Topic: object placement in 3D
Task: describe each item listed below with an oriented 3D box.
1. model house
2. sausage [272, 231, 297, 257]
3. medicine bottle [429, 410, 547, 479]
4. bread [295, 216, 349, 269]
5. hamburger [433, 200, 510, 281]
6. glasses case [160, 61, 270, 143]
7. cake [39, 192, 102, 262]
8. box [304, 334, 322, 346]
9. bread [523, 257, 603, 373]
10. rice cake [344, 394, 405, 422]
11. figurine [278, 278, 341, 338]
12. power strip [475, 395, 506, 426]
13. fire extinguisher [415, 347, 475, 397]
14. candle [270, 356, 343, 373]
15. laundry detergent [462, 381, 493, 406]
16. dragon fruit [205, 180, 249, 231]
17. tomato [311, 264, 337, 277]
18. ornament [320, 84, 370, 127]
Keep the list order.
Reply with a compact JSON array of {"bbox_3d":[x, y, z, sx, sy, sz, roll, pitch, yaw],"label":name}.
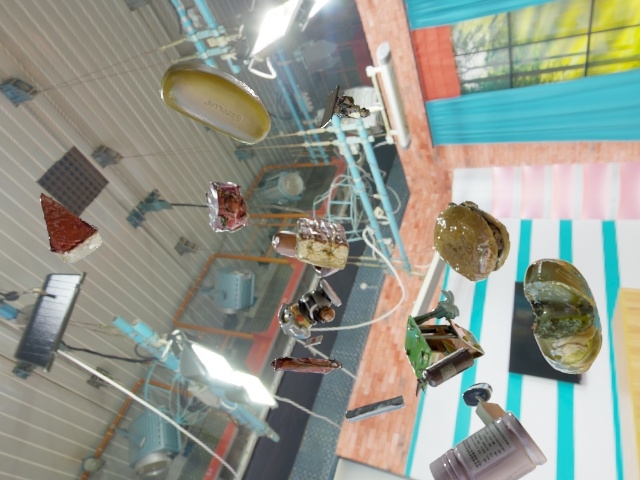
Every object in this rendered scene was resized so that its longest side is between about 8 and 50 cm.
[{"bbox_3d":[0.568,0.425,1.829,0.300,0.323,0.341,-108,20,-68],"label":"model house"},{"bbox_3d":[-0.091,0.034,2.073,0.303,0.121,0.121,14,-104,-17],"label":"sausage"},{"bbox_3d":[0.404,0.541,1.019,0.133,0.249,0.133,52,-175,-7],"label":"medicine bottle"},{"bbox_3d":[0.000,0.000,1.511,0.275,0.184,0.114,-99,21,-74],"label":"bread"},{"bbox_3d":[0.527,0.000,1.498,0.144,0.283,0.260,-17,-56,-16],"label":"hamburger"},{"bbox_3d":[-0.329,-0.454,1.378,0.371,0.141,0.173,20,-63,-33],"label":"glasses case"},{"bbox_3d":[-0.704,-0.025,1.121,0.117,0.220,0.086,-52,-15,-32],"label":"cake"},{"bbox_3d":[-0.031,0.457,1.894,0.012,0.083,0.046,59,-154,-18],"label":"box"},{"bbox_3d":[0.705,0.209,1.200,0.333,0.159,0.334,28,-127,-45],"label":"bread"},{"bbox_3d":[0.157,0.487,1.210,0.031,0.180,0.042,-99,-16,-47],"label":"rice cake"},{"bbox_3d":[-0.042,0.271,1.576,0.133,0.236,0.176,51,-175,-35],"label":"figurine"},{"bbox_3d":[0.516,0.524,1.257,0.175,0.075,0.042,-121,43,-67],"label":"power strip"},{"bbox_3d":[0.423,0.465,1.447,0.231,0.071,0.099,-27,-67,-12],"label":"fire extinguisher"},{"bbox_3d":[-0.042,0.460,1.542,0.301,0.084,0.060,10,-94,-27],"label":"candle"},{"bbox_3d":[0.577,0.553,1.516,0.206,0.096,0.061,19,-136,-61],"label":"laundry detergent"},{"bbox_3d":[-0.361,-0.124,1.666,0.146,0.282,0.211,-7,-57,-27],"label":"dragon fruit"},{"bbox_3d":[0.035,0.036,1.759,0.155,0.181,0.214,-13,-107,-29],"label":"tomato"},{"bbox_3d":[0.128,-0.566,1.850,0.166,0.195,0.153,-173,95,-74],"label":"ornament"}]
